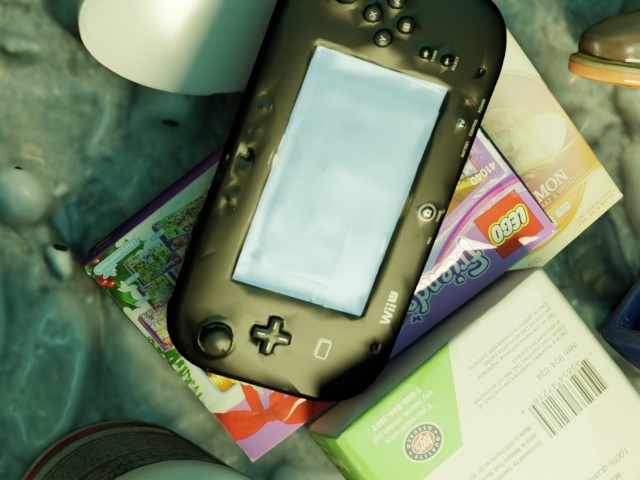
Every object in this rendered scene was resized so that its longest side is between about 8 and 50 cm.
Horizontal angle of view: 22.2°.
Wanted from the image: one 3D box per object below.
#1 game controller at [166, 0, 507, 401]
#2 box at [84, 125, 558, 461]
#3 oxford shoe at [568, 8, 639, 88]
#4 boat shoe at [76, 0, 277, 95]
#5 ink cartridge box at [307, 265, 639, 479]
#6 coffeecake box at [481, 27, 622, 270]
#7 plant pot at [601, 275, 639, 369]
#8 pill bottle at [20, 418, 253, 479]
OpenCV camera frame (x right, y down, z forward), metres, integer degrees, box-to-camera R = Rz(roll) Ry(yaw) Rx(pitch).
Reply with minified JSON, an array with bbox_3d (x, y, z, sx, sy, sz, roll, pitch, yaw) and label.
[{"bbox_3d":[0.011,-0.043,1.143,0.166,0.067,0.319,19,102,-8],"label":"game controller"},{"bbox_3d":[0.000,0.000,1.218,0.293,0.057,0.201,-37,103,6],"label":"box"},{"bbox_3d":[0.350,-0.210,1.331,0.364,0.130,0.132,-19,114,-27],"label":"oxford shoe"},{"bbox_3d":[-0.039,-0.184,1.224,0.301,0.102,0.108,-8,126,-17],"label":"boat shoe"},{"bbox_3d":[0.155,0.185,1.210,0.198,0.115,0.273,-39,95,-12],"label":"ink cartridge box"},{"bbox_3d":[0.127,-0.065,1.300,0.142,0.068,0.185,-40,103,-13],"label":"coffeecake box"},{"bbox_3d":[0.414,0.069,1.322,0.212,0.236,0.236,45,77,-20],"label":"plant pot"},{"bbox_3d":[-0.107,0.226,1.098,0.176,0.318,0.176,0,92,-18],"label":"pill bottle"}]
